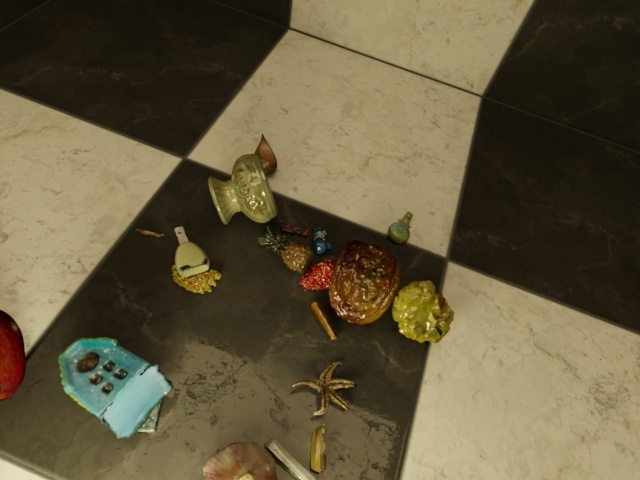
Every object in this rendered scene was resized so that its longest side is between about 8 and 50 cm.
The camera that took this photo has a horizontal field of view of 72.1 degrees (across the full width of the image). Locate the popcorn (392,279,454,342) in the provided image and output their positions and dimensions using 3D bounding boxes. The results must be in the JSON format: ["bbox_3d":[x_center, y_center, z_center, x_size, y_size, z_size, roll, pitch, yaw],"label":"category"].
[{"bbox_3d":[0.398,0.281,1.707,0.249,0.225,0.250,0,97,-4],"label":"popcorn"}]

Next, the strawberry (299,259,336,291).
[{"bbox_3d":[0.008,0.148,1.821,0.188,0.082,0.121,-20,65,-26],"label":"strawberry"}]

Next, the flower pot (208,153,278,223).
[{"bbox_3d":[-0.332,-0.201,1.879,0.244,0.307,0.308,-20,60,-4],"label":"flower pot"}]

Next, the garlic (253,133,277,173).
[{"bbox_3d":[-0.278,-0.390,2.120,0.115,0.128,0.207,-28,50,23],"label":"garlic"}]

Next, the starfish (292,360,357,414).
[{"bbox_3d":[0.016,0.526,1.580,0.237,0.057,0.213,13,47,-7],"label":"starfish"}]

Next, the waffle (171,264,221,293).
[{"bbox_3d":[-0.499,0.129,1.755,0.194,0.051,0.149,23,56,6],"label":"waffle"}]

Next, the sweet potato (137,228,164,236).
[{"bbox_3d":[-0.713,-0.029,1.840,0.115,0.026,0.026,14,55,-4],"label":"sweet potato"}]

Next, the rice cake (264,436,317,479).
[{"bbox_3d":[-0.098,0.725,1.433,0.206,0.036,0.047,37,45,15],"label":"rice cake"}]

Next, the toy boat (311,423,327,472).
[{"bbox_3d":[-0.002,0.691,1.468,0.048,0.047,0.149,15,56,-17],"label":"toy boat"}]

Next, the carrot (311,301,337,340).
[{"bbox_3d":[0.015,0.319,1.731,0.042,0.042,0.171,-21,66,-23],"label":"carrot"}]

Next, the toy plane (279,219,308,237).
[{"bbox_3d":[-0.125,-0.046,1.955,0.145,0.037,0.060,16,44,6],"label":"toy plane"}]

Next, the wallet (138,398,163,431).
[{"bbox_3d":[-0.576,0.564,1.456,0.088,0.026,0.129,7,55,-6],"label":"wallet"}]

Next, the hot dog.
[{"bbox_3d":[0.180,0.148,1.776,0.266,0.174,0.388,22,48,2],"label":"hot dog"}]

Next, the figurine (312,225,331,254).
[{"bbox_3d":[-0.005,-0.004,1.926,0.077,0.079,0.136,-28,61,21],"label":"figurine"}]

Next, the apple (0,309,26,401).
[{"bbox_3d":[-1.067,0.361,1.350,0.288,0.288,0.317,-22,80,-23],"label":"apple"}]

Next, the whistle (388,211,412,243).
[{"bbox_3d":[0.381,-0.063,2.057,0.104,0.057,0.198,35,49,0],"label":"whistle"}]

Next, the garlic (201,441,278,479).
[{"bbox_3d":[-0.227,0.716,1.288,0.244,0.253,0.245,9,57,-15],"label":"garlic"}]

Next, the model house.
[{"bbox_3d":[-0.667,0.444,1.383,0.303,0.237,0.216,23,54,17],"label":"model house"}]

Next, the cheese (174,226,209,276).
[{"bbox_3d":[-0.535,0.033,1.762,0.127,0.054,0.252,-17,52,-20],"label":"cheese"}]

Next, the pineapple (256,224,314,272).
[{"bbox_3d":[-0.150,0.035,1.850,0.248,0.128,0.128,31,56,17],"label":"pineapple"}]
